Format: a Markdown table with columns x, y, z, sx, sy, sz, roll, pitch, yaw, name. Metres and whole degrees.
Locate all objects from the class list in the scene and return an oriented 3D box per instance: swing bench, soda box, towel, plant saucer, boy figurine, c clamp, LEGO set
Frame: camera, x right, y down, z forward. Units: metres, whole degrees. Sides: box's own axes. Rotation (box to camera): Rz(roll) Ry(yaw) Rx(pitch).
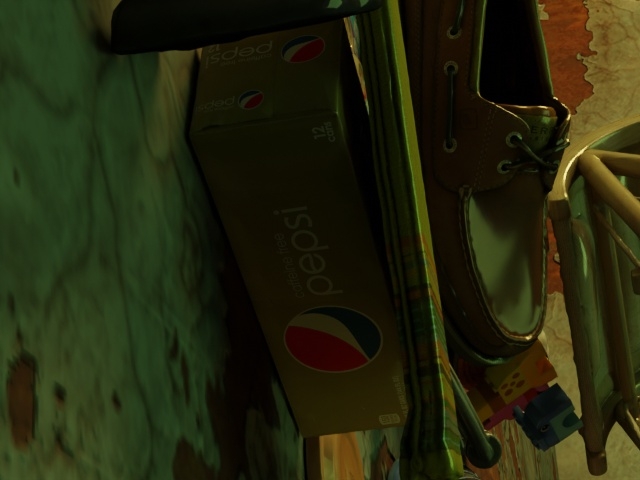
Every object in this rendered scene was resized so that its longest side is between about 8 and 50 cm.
| x | y | z | sx | sy | sz | roll | pitch | yaw | name |
| --- | --- | --- | --- | --- | --- | --- | --- | --- | --- |
| 0.279 | 0.067 | 1.196 | 0.255 | 0.165 | 0.253 | 30 | -41 | 56 | swing bench |
| 0.000 | 0.000 | 0.642 | 0.061 | 0.058 | 0.181 | -87 | 164 | -46 | soda box |
| 0.029 | -0.023 | 0.610 | 0.102 | 0.021 | 0.237 | 57 | 25 | -79 | towel |
| 0.009 | 0.113 | 0.725 | 0.083 | 0.013 | 0.083 | -8 | 90 | -80 | plant saucer |
| -0.043 | -0.203 | 0.487 | 0.177 | 0.092 | 0.285 | -52 | 132 | -75 | boy figurine |
| 0.081 | 0.094 | 0.973 | 0.137 | 0.022 | 0.160 | 64 | -1 | -11 | c clamp |
| 0.129 | 0.112 | 1.199 | 0.087 | 0.093 | 0.227 | 54 | -2 | 40 | LEGO set |

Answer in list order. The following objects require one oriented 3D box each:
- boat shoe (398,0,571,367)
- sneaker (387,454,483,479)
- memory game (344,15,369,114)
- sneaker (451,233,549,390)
| x | y | z | sx | sy | sz | roll | pitch | yaw | name |
| --- | --- | --- | --- | --- | --- | --- | --- | --- | --- |
| 0.112 | -0.069 | 1.069 | 0.111 | 0.104 | 0.307 | -8 | 85 | -47 | boat shoe |
| 0.082 | 0.170 | 0.856 | 0.232 | 0.090 | 0.081 | -53 | 134 | -75 | sneaker |
| 0.019 | -0.158 | 0.994 | 0.186 | 0.012 | 0.186 | -8 | 90 | -80 | memory game |
| 0.127 | 0.009 | 1.269 | 0.262 | 0.099 | 0.121 | 81 | 0 | -49 | sneaker |
